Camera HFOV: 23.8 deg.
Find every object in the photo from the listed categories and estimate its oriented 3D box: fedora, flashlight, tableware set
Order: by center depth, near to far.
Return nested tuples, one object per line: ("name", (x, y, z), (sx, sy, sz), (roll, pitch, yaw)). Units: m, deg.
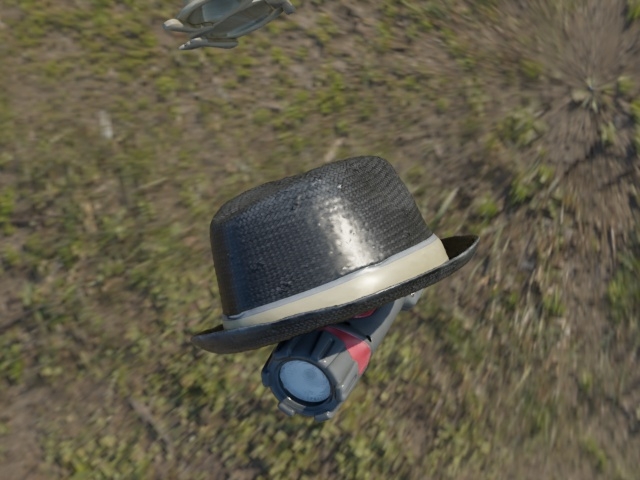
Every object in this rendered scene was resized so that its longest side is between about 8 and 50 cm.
("tableware set", (-0.017, -0.154, 0.908), (0.169, 0.141, 0.020), (-26, 83, 13))
("fedora", (0.000, 0.000, 1.620), (0.334, 0.334, 0.152), (-19, 94, 11))
("flashlight", (0.034, 0.082, 1.752), (0.103, 0.304, 0.103), (5, 123, 21))
